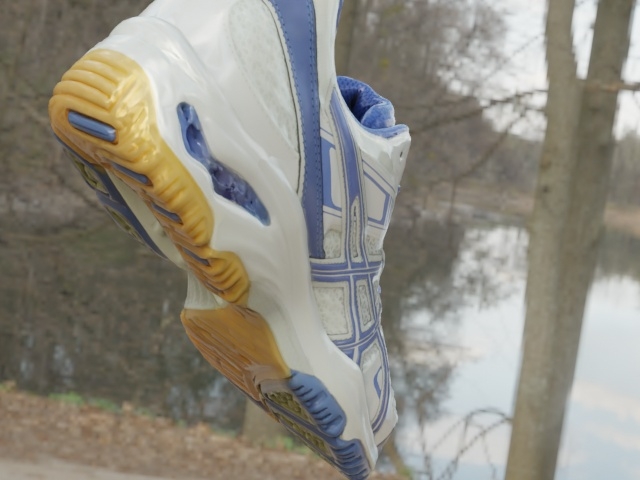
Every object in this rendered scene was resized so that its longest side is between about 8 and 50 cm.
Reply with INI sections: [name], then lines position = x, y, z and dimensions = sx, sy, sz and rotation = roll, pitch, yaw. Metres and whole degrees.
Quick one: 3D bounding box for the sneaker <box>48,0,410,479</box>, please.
[sneaker]
position = 0.000, 0.000, 0.564
dimensions = 0.112, 0.131, 0.296
rotation = 31, -22, 32
